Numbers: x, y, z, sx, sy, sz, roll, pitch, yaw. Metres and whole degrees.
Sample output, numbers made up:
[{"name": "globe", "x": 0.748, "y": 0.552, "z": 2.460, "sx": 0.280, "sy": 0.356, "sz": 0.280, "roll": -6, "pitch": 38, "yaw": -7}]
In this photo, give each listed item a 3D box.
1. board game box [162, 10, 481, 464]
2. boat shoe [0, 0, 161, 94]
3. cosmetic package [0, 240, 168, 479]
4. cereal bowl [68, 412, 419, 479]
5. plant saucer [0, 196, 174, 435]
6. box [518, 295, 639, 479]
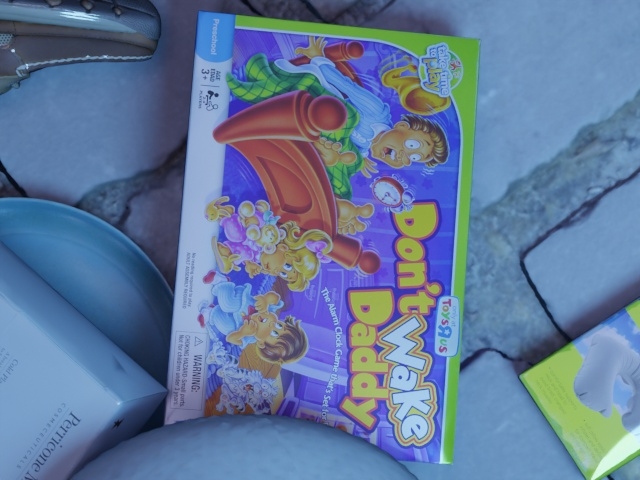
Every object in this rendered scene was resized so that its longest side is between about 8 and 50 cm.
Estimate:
[{"name": "board game box", "x": 0.000, "y": 0.000, "z": 1.270, "sx": 0.233, "sy": 0.078, "sz": 0.347, "roll": 4, "pitch": 84, "yaw": -6}, {"name": "boat shoe", "x": -0.299, "y": -0.175, "z": 1.336, "sx": 0.324, "sy": 0.123, "sz": 0.116, "roll": 4, "pitch": 118, "yaw": -2}, {"name": "cosmetic package", "x": -0.342, "y": 0.176, "z": 1.240, "sx": 0.284, "sy": 0.097, "sz": 0.377, "roll": 41, "pitch": 103, "yaw": 16}, {"name": "cereal bowl", "x": -0.062, "y": 0.243, "z": 1.182, "sx": 0.339, "sy": 0.339, "sz": 0.141, "roll": -12, "pitch": 45, "yaw": 4}, {"name": "plant saucer", "x": -0.259, "y": 0.123, "z": 1.325, "sx": 0.317, "sy": 0.044, "sz": 0.318, "roll": -1, "pitch": 84, "yaw": 5}, {"name": "box", "x": 0.265, "y": 0.108, "z": 1.273, "sx": 0.178, "sy": 0.042, "sz": 0.109, "roll": -34, "pitch": 82, "yaw": 2}]
